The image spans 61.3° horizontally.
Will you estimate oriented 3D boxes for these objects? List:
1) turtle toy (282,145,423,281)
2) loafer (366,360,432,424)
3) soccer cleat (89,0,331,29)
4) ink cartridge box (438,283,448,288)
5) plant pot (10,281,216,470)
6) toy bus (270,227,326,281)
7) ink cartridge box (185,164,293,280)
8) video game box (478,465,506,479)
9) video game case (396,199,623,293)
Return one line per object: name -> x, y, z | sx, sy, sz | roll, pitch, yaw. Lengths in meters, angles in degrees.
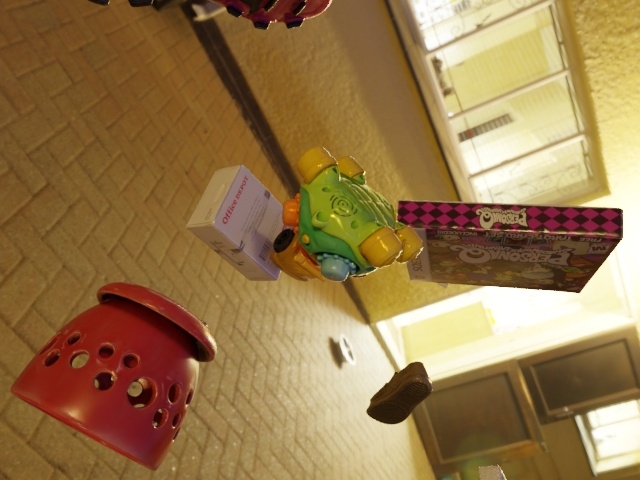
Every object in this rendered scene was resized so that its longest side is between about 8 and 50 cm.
turtle toy -> 0.021, -0.010, 0.394 | 0.095, 0.066, 0.130 | 53, 20, 16
loafer -> 0.122, 0.233, 0.820 | 0.056, 0.148, 0.050 | 34, 41, -7
soccer cleat -> -0.132, -0.347, 0.635 | 0.332, 0.116, 0.143 | -5, 78, -32
ink cartridge box -> 0.242, 0.044, 1.027 | 0.048, 0.083, 0.028 | 35, 27, 32
plant pot -> -0.239, 0.156, 0.660 | 0.191, 0.191, 0.174 | 56, 49, -42
toy bus -> 0.000, 0.000, 1.458 | 0.149, 0.211, 0.220 | 39, 72, -26
ink cartridge box -> -0.208, -0.044, 1.512 | 0.283, 0.117, 0.207 | 47, 52, -39
video game box -> 0.351, 0.568, 1.034 | 0.187, 0.048, 0.205 | 55, 31, -37
video game case -> 0.219, 0.012, 0.668 | 0.210, 0.232, 0.041 | 59, 37, -66
